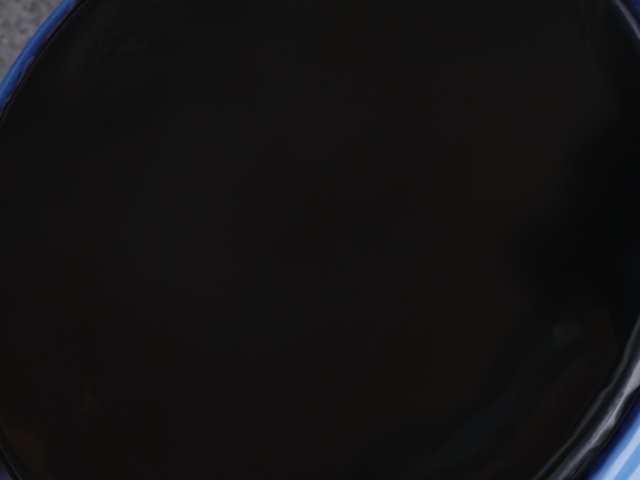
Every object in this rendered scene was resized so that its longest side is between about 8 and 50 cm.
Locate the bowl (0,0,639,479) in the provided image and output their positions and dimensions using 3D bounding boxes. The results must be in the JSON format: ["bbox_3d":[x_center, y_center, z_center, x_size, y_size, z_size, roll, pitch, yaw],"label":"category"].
[{"bbox_3d":[0.000,0.000,0.731,0.391,0.391,0.077,-36,153,7],"label":"bowl"}]
